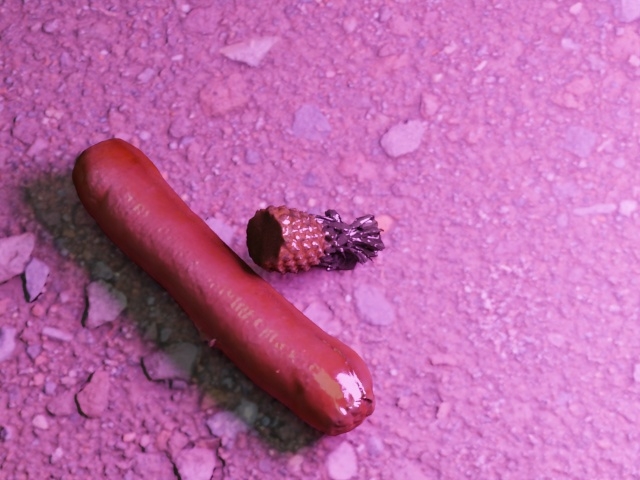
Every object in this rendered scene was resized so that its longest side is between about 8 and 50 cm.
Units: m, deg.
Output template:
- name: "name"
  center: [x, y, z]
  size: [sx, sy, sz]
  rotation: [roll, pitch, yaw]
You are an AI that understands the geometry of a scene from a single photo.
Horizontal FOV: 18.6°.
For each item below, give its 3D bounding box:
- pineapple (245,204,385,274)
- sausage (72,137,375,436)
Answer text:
- name: "pineapple"
  center: [0.000, 0.000, 1.975]
  size: [0.159, 0.074, 0.074]
  rotation: [1, 51, -44]
- name: "sausage"
  center: [-0.102, 0.047, 1.973]
  size: [0.419, 0.094, 0.094]
  rotation: [42, 101, 22]
